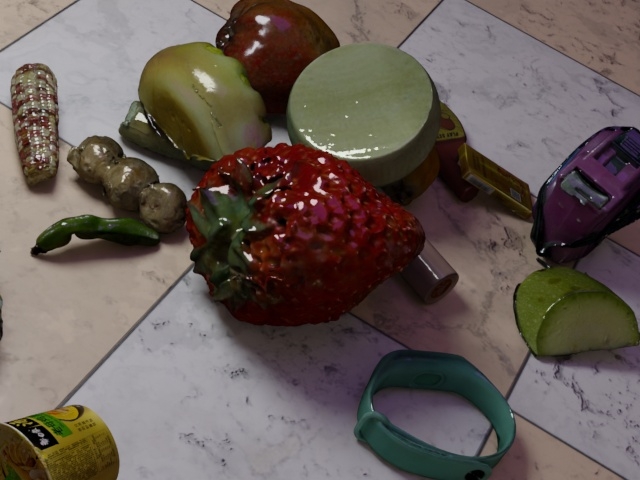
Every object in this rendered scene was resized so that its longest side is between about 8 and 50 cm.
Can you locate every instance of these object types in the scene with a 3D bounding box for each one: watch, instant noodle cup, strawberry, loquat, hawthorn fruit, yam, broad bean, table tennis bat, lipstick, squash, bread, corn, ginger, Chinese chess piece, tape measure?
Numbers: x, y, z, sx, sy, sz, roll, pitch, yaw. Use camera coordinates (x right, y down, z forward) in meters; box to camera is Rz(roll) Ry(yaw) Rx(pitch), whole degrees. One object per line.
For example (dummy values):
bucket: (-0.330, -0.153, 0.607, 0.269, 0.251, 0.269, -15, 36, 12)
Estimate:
watch: (0.157, 0.246, 1.672, 0.237, 0.068, 0.195, 10, 46, -20)
instant noodle cup: (-0.319, 0.263, 1.390, 0.151, 0.151, 0.122, 41, 35, 19)
strawberry: (0.000, 0.000, 1.713, 0.351, 0.267, 0.312, 1, 15, -45)
loquat: (0.142, -0.123, 1.992, 0.113, 0.137, 0.137, 17, 42, 4)
hawthorn fruit: (-0.061, -0.305, 2.053, 0.248, 0.208, 0.208, 27, 39, -24)
yam: (-0.145, -0.128, 1.909, 0.372, 0.083, 0.083, 23, 42, -2)
broad bean: (-0.322, -0.013, 1.720, 0.195, 0.061, 0.046, -7, 53, -29)
table tennis bat: (0.184, -0.183, 2.140, 0.200, 0.038, 0.310, -12, 49, -31)
lipstick: (0.116, -0.011, 1.906, 0.070, 0.070, 0.254, -19, 57, -37)
squash: (0.404, 0.088, 1.898, 0.192, 0.085, 0.184, -5, 46, -12)
bread: (-0.165, -0.221, 1.822, 0.158, 0.156, 0.260, -27, 66, -32)
corn: (-0.440, -0.180, 1.835, 0.080, 0.079, 0.237, 3, 51, -21)
ginger: (-0.285, -0.087, 1.798, 0.204, 0.080, 0.104, 37, 18, 16)
Chinese chess piece: (0.069, -0.201, 1.916, 0.250, 0.101, 0.250, -4, 60, 8)
tape measure: (0.461, -0.070, 2.004, 0.149, 0.231, 0.245, 42, 62, 16)

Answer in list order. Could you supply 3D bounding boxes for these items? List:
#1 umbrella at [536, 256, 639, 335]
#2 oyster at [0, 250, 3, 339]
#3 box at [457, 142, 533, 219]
umbrella: (0.464, 0.107, 1.964, 0.269, 0.044, 0.044, 38, 17, 18)
oyster: (-0.508, 0.015, 1.562, 0.162, 0.158, 0.350, 29, 43, -50)
box: (0.308, -0.103, 2.081, 0.156, 0.022, 0.089, 29, 36, -24)
